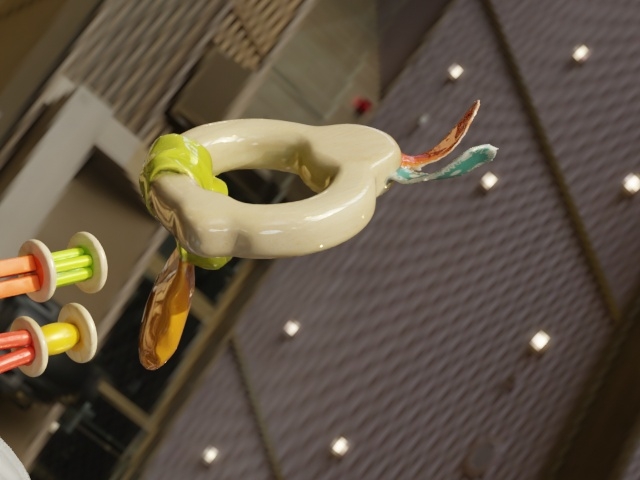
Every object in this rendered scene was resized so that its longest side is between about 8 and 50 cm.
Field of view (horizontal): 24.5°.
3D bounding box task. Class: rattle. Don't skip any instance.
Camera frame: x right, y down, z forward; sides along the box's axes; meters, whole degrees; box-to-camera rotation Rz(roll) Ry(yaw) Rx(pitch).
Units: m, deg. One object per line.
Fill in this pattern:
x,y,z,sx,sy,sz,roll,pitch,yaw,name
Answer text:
0.000,0.000,0.841,0.199,0.143,0.130,-11,-163,-27,rattle

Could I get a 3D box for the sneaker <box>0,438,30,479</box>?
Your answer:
-0.164,0.059,0.290,0.129,0.297,0.111,28,-83,52,sneaker

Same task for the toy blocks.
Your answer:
-0.252,0.061,1.203,0.054,0.148,0.123,32,-59,37,toy blocks
